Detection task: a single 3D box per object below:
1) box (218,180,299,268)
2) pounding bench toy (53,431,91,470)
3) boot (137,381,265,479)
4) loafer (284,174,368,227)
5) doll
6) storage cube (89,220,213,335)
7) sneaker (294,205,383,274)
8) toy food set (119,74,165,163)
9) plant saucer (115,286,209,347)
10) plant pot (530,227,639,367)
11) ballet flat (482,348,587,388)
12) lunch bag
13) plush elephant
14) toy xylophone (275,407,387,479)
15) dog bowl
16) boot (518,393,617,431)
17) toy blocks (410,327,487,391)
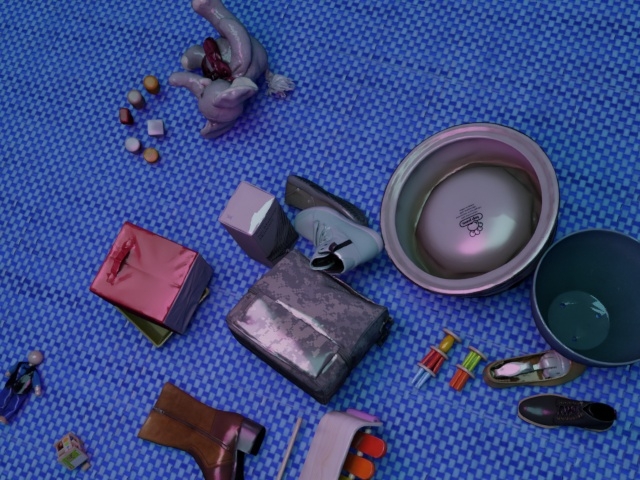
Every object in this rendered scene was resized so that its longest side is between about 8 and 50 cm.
[{"bbox_3d":[-0.138,-0.027,1.850,0.094,0.275,0.113,26,79,17],"label":"box"},{"bbox_3d":[-0.586,0.508,1.885,0.052,0.083,0.065,-38,38,-5],"label":"pounding bench toy"},{"bbox_3d":[-0.302,0.489,1.809,0.281,0.096,0.264,18,77,17],"label":"boot"},{"bbox_3d":[0.009,-0.074,1.947,0.251,0.094,0.087,33,105,28],"label":"loafer"},{"bbox_3d":[-0.746,0.361,1.965,0.129,0.046,0.189,18,70,26],"label":"doll"},{"bbox_3d":[-0.387,0.092,1.851,0.193,0.215,0.183,23,77,11],"label":"storage cube"},{"bbox_3d":[0.000,0.000,1.815,0.256,0.094,0.151,20,36,39],"label":"sneaker"},{"bbox_3d":[-0.476,-0.317,2.129,0.111,0.104,0.232,-5,89,-4],"label":"toy food set"},{"bbox_3d":[-0.394,0.143,1.968,0.188,0.045,0.188,39,83,20],"label":"plant saucer"},{"bbox_3d":[0.576,0.143,1.683,0.291,0.195,0.290,0,69,0],"label":"plant pot"},{"bbox_3d":[0.473,0.283,1.734,0.232,0.073,0.080,-13,68,7],"label":"ballet flat"},{"bbox_3d":[-0.021,0.187,1.790,0.305,0.212,0.256,34,75,16],"label":"lunch bag"},{"bbox_3d":[-0.259,-0.406,2.006,0.330,0.272,0.255,35,54,-4],"label":"plush elephant"},{"bbox_3d":[0.008,0.506,1.722,0.236,0.081,0.322,18,81,55],"label":"toy xylophone"},{"bbox_3d":[0.346,-0.053,1.783,0.408,0.150,0.407,-11,66,25],"label":"dog bowl"},{"bbox_3d":[0.520,0.355,1.666,0.198,0.137,0.076,1,72,12],"label":"boot"},{"bbox_3d":[0.284,0.290,1.779,0.123,0.054,0.148,35,82,20],"label":"toy blocks"}]
